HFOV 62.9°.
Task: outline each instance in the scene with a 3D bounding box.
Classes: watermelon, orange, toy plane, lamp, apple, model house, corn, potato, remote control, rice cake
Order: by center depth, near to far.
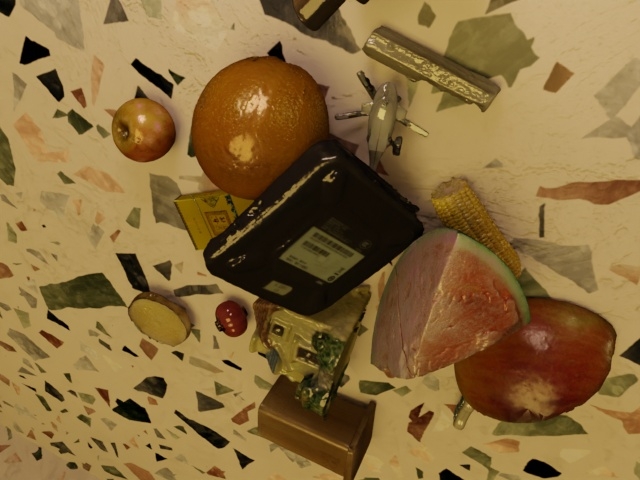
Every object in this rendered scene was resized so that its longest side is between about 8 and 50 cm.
[{"bbox_3d":[0.193,-0.304,0.933,0.256,0.052,0.057,29,159,4],"label":"rice cake"},{"bbox_3d":[-0.112,-0.210,0.997,0.274,0.274,0.274,12,126,17],"label":"orange"},{"bbox_3d":[0.100,-0.179,1.022,0.182,0.107,0.273,23,127,-8],"label":"toy plane"},{"bbox_3d":[0.261,0.147,1.044,0.222,0.292,0.319,14,90,-8],"label":"watermelon"},{"bbox_3d":[0.313,-0.009,1.053,0.093,0.093,0.244,-29,106,36],"label":"corn"},{"bbox_3d":[0.446,0.251,1.133,0.346,0.179,0.254,-20,74,33],"label":"apple"},{"bbox_3d":[-0.401,-0.251,1.201,0.146,0.146,0.146,12,126,17],"label":"apple"},{"bbox_3d":[-0.050,0.250,1.296,0.266,0.261,0.321,23,123,12],"label":"model house"},{"bbox_3d":[0.369,0.426,1.338,0.032,0.074,0.122,18,127,10],"label":"remote control"},{"bbox_3d":[-0.251,0.221,1.473,0.107,0.092,0.107,46,153,32],"label":"lamp"},{"bbox_3d":[-0.480,0.230,1.595,0.200,0.081,0.164,37,122,-7],"label":"potato"}]

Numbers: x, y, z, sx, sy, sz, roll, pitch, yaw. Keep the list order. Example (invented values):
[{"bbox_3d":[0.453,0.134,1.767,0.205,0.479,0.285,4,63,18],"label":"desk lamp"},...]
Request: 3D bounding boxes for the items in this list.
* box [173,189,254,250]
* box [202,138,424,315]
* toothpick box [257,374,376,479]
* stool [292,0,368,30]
[{"bbox_3d":[-0.223,-0.054,1.306,0.279,0.041,0.153,-4,122,26],"label":"box"},{"bbox_3d":[0.000,0.000,1.025,0.350,0.091,0.359,-41,137,18],"label":"box"},{"bbox_3d":[-0.015,0.540,1.534,0.308,0.187,0.190,18,129,18],"label":"toothpick box"},{"bbox_3d":[0.042,-0.485,0.712,0.226,0.310,0.310,-23,108,35],"label":"stool"}]
